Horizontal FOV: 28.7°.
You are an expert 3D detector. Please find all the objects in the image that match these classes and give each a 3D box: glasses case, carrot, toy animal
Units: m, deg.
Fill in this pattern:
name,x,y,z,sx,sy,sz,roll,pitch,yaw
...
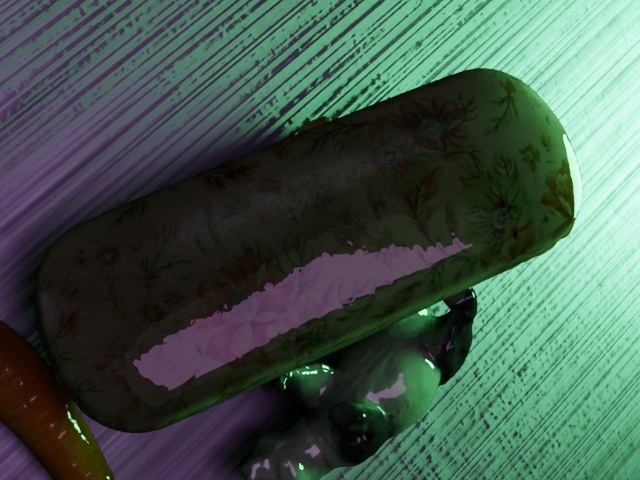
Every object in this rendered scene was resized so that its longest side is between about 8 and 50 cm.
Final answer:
name,x,y,z,sx,sy,sz,roll,pitch,yaw
glasses case,0.000,0.000,0.917,0.425,0.098,0.156,-23,81,-18
carrot,-0.209,0.113,0.875,0.271,0.062,0.066,46,37,-27
toy animal,0.029,0.118,0.985,0.225,0.094,0.121,-45,149,-25

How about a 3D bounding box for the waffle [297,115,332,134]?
name,x,y,z,sx,sy,sz,roll,pitch,yaw
waffle,0.076,-0.044,1.039,0.192,0.046,0.161,-23,94,-32
